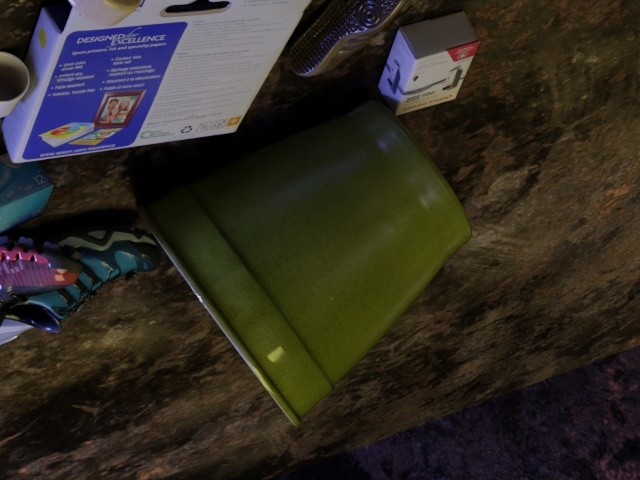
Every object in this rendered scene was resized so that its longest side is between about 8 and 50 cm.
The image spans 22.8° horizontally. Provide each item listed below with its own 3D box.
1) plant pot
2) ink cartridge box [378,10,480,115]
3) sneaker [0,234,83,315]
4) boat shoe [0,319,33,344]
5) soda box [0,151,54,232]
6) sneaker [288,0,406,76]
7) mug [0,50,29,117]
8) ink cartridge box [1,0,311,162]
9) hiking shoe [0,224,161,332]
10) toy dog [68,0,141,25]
[{"bbox_3d":[0.000,0.000,2.150,0.353,0.366,0.366,-37,158,-3],"label":"plant pot"},{"bbox_3d":[0.142,-0.232,2.100,0.099,0.056,0.135,-18,156,-19],"label":"ink cartridge box"},{"bbox_3d":[-0.420,0.064,1.957,0.276,0.135,0.097,-4,171,13],"label":"sneaker"},{"bbox_3d":[-0.454,0.105,2.222,0.227,0.079,0.081,-20,167,0],"label":"boat shoe"},{"bbox_3d":[-0.424,-0.036,1.877,0.210,0.067,0.071,-27,163,-37],"label":"soda box"},{"bbox_3d":[0.041,-0.268,1.934,0.188,0.066,0.071,-33,174,31],"label":"sneaker"},{"bbox_3d":[-0.359,-0.170,1.741,0.062,0.078,0.064,-51,179,-27],"label":"mug"},{"bbox_3d":[-0.184,-0.213,1.801,0.304,0.072,0.307,-9,151,-31],"label":"ink cartridge box"},{"bbox_3d":[-0.348,0.060,2.121,0.304,0.132,0.113,-7,166,-31],"label":"hiking shoe"},{"bbox_3d":[-0.243,-0.338,1.409,0.220,0.161,0.333,-22,146,14],"label":"toy dog"}]
